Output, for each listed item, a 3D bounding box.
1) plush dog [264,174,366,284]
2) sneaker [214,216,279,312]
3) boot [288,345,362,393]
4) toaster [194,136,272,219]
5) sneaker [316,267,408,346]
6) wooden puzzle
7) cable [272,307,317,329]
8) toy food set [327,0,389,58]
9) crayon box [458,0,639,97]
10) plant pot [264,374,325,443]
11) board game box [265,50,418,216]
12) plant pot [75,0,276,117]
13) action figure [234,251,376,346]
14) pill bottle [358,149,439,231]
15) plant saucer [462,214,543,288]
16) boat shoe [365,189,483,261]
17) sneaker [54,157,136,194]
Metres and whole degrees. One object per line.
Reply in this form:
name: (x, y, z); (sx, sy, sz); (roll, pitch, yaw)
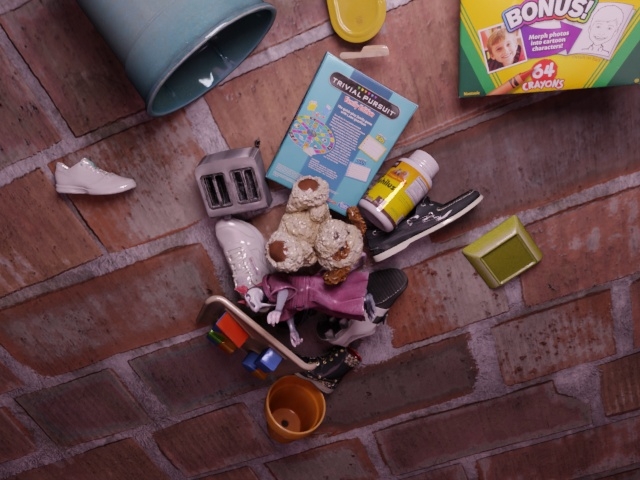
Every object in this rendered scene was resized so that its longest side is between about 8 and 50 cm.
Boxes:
plush dog: (0.000, 0.000, 1.055); (0.225, 0.210, 0.262); (22, 70, 0)
sneaker: (-0.204, 0.071, 1.172); (0.114, 0.152, 0.305); (-22, 114, 19)
boot: (0.007, 0.398, 1.383); (0.236, 0.085, 0.178); (40, 105, -18)
toaster: (-0.225, -0.157, 1.084); (0.168, 0.110, 0.186); (-10, 116, 2)
sneaker: (0.152, 0.216, 1.288); (0.330, 0.122, 0.146); (-39, 129, 15)
wooden puzzle: (-0.213, 0.312, 1.203); (0.348, 0.080, 0.322); (36, 150, -6)
cable: (-0.080, 0.196, 1.270); (0.150, 0.047, 0.184); (-17, 132, -20)
toy food set: (0.087, -0.529, 0.936); (0.128, 0.071, 0.218); (-5, 114, 16)
crayon box: (0.490, -0.489, 0.876); (0.363, 0.106, 0.313); (3, 119, 21)
plant pot: (-0.107, 0.607, 1.428); (0.205, 0.205, 0.188); (16, 130, -9)
board game box: (0.047, -0.261, 1.057); (0.253, 0.079, 0.336); (25, 113, -14)
plant pot: (-0.322, -0.489, 0.817); (0.341, 0.341, 0.334); (-35, 103, 15)
action figure: (-0.042, 0.130, 1.100); (0.370, 0.276, 0.248); (6, 155, -4)
pill bottle: (0.210, -0.134, 1.081); (0.215, 0.117, 0.117); (-47, 110, -5)
plant saucer: (0.560, 0.049, 1.242); (0.188, 0.045, 0.188); (-37, 112, 16)
boat shoe: (0.275, -0.067, 1.141); (0.340, 0.127, 0.113); (-31, 87, 15)
sneaker: (-0.603, -0.172, 1.090); (0.212, 0.080, 0.094); (1, 105, -1)
